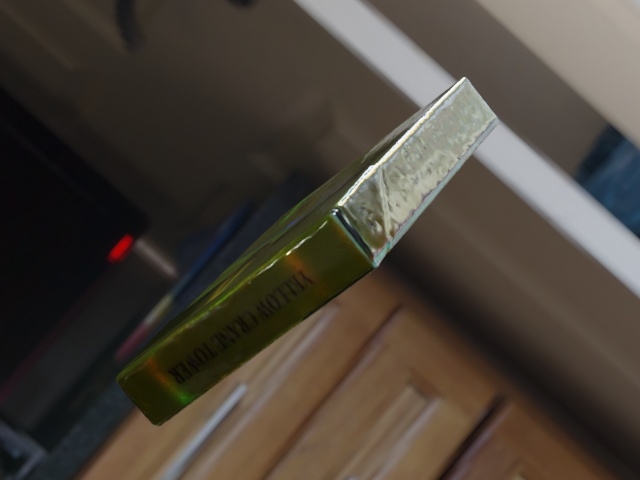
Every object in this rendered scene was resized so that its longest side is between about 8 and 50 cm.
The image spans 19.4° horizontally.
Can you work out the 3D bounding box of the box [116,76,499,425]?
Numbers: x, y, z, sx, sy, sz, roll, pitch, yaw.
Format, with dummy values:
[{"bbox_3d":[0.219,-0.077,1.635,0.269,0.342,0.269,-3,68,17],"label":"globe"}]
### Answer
[{"bbox_3d":[0.000,0.000,0.782,0.121,0.030,0.193,-37,3,27],"label":"box"}]
